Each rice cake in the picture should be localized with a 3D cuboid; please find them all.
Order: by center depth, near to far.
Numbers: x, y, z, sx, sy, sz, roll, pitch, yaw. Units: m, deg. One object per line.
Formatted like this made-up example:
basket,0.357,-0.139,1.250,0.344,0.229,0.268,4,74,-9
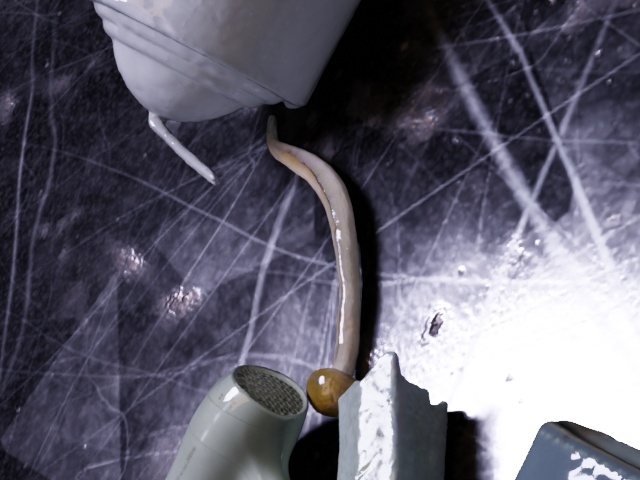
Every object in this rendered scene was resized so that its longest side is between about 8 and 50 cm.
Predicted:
rice cake,0.042,0.182,0.996,0.069,0.063,0.206,-24,52,39

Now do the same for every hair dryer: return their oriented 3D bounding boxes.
hair dryer,-0.041,0.232,1.064,0.237,0.075,0.206,50,121,36

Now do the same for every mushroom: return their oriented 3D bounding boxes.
mushroom,-0.001,-0.001,1.168,0.068,0.043,0.306,-20,51,13

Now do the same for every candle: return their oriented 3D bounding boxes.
candle,-0.063,-0.232,1.217,0.221,0.221,0.342,32,93,49

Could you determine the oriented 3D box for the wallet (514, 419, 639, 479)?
wallet,0.134,0.292,0.833,0.252,0.083,0.360,20,85,54
